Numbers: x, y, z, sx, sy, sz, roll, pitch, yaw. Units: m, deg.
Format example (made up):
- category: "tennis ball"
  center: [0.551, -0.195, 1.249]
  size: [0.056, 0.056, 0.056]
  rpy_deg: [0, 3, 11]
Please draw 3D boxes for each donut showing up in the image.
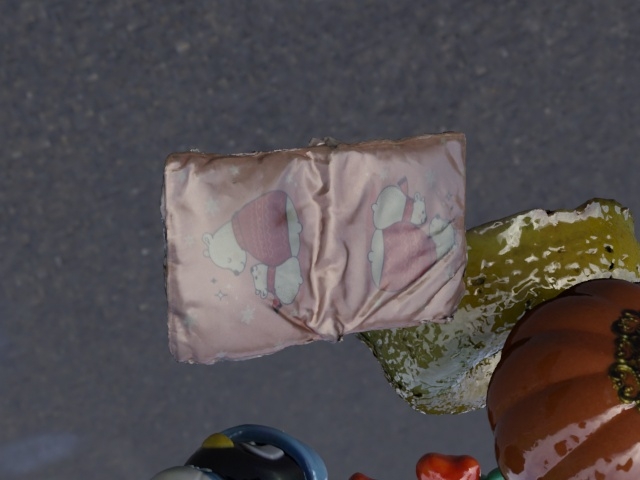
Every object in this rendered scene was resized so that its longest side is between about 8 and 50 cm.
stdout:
- category: "donut"
  center: [0.168, 0.065, 1.314]
  size: [0.272, 0.107, 0.272]
  rpy_deg: [-18, 160, -7]

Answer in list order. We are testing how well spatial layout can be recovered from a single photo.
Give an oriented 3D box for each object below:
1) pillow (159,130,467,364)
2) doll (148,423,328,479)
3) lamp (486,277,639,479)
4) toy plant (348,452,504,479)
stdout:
- category: "pillow"
  center: [0.000, 0.000, 0.968]
  size: [0.248, 0.135, 0.049]
  rpy_deg: [-8, -174, -35]
- category: "doll"
  center: [-0.100, 0.292, 1.764]
  size: [0.177, 0.141, 0.314]
  rpy_deg: [-5, 178, 28]
- category: "lamp"
  center: [0.231, 0.132, 1.103]
  size: [0.223, 0.223, 0.196]
  rpy_deg: [-13, 154, -30]
- category: "toy plant"
  center: [0.112, 0.381, 1.596]
  size: [0.185, 0.279, 0.400]
  rpy_deg: [-26, 147, -58]
